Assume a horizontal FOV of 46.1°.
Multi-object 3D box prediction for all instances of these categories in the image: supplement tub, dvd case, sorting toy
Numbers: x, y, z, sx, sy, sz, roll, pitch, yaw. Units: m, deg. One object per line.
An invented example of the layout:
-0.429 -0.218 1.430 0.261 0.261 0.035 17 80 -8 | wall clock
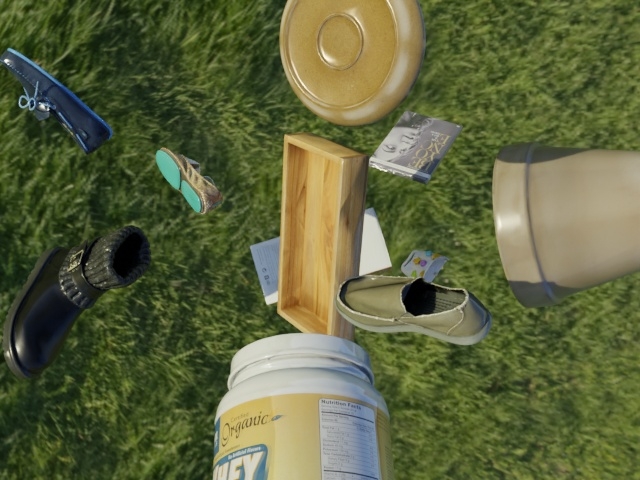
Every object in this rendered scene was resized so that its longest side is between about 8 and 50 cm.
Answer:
-0.013 0.189 0.593 0.144 0.144 0.200 23 48 -32 | supplement tub
0.243 -0.242 1.921 0.221 0.164 0.018 -54 152 -31 | dvd case
0.195 0.048 1.466 0.083 0.075 0.045 -53 129 -10 | sorting toy

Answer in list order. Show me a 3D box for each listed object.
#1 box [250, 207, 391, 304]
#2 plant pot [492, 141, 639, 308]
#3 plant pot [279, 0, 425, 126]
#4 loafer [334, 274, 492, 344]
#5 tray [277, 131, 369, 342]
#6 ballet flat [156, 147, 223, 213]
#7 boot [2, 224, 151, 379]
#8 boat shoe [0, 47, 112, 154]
0.010 0.053 2.057 0.345 0.215 0.168 -18 81 4 | box
0.506 -0.043 1.412 0.323 0.280 0.323 21 66 -56 | plant pot
0.032 -0.274 1.040 0.032 0.236 0.236 -23 107 -54 | plant pot
0.130 0.085 1.123 0.094 0.251 0.087 -63 143 -33 | loafer
0.000 0.000 1.566 0.076 0.203 0.411 -13 117 -34 | tray
-0.268 -0.127 1.562 0.067 0.206 0.073 -18 142 -33 | ballet flat
-0.523 0.125 1.630 0.131 0.260 0.348 54 34 -46 | boot
-0.540 -0.273 1.515 0.258 0.109 0.089 42 84 -21 | boat shoe
